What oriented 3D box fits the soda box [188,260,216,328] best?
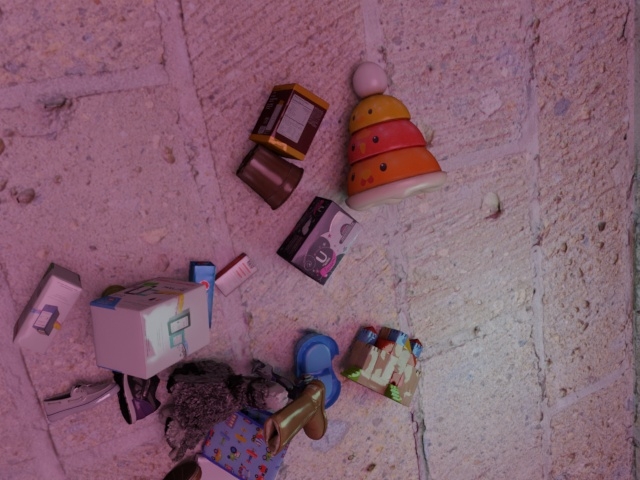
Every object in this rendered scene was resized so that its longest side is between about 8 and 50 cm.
[{"bbox_3d":[-0.386,0.175,1.763,0.071,0.067,0.210,2,101,-26],"label":"soda box"}]

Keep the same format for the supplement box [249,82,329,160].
[{"bbox_3d":[-0.101,-0.369,1.709,0.129,0.191,0.194,26,90,-28],"label":"supplement box"}]

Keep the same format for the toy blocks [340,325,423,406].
[{"bbox_3d":[0.260,0.453,2.087,0.381,0.190,0.261,32,76,-30],"label":"toy blocks"}]

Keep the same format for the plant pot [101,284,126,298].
[{"bbox_3d":[-0.613,0.184,1.651,0.083,0.079,0.083,-6,104,-25],"label":"plant pot"}]

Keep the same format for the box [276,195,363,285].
[{"bbox_3d":[0.000,0.000,1.866,0.163,0.142,0.247,38,84,-27],"label":"box"}]

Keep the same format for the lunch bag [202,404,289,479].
[{"bbox_3d":[-0.261,0.682,1.863,0.293,0.138,0.221,24,102,4],"label":"lunch bag"}]

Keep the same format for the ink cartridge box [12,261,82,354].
[{"bbox_3d":[-0.765,0.187,1.537,0.093,0.154,0.212,33,85,-29],"label":"ink cartridge box"}]

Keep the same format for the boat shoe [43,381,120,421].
[{"bbox_3d":[-0.723,0.469,1.646,0.226,0.083,0.076,-23,101,-7],"label":"boat shoe"}]

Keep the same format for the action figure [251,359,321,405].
[{"bbox_3d":[-0.114,0.522,1.899,0.285,0.099,0.185,20,101,-2],"label":"action figure"}]

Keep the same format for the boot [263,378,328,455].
[{"bbox_3d":[-0.080,0.595,1.746,0.269,0.089,0.236,-29,120,-57],"label":"boot"}]

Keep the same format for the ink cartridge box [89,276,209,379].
[{"bbox_3d":[-0.486,0.243,1.593,0.270,0.198,0.197,-23,115,-60],"label":"ink cartridge box"}]

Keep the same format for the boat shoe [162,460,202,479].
[{"bbox_3d":[-0.502,0.873,1.846,0.307,0.111,0.104,-42,115,1],"label":"boat shoe"}]

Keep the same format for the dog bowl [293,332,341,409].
[{"bbox_3d":[-0.017,0.474,2.001,0.166,0.074,0.297,-10,106,-23],"label":"dog bowl"}]

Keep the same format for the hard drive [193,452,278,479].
[{"bbox_3d":[-0.317,0.874,1.965,0.318,0.040,0.210,15,94,-27],"label":"hard drive"}]

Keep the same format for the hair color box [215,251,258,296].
[{"bbox_3d":[-0.283,0.112,1.812,0.141,0.043,0.072,-39,115,-12],"label":"hair color box"}]

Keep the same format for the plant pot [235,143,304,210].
[{"bbox_3d":[-0.166,-0.211,1.739,0.165,0.167,0.167,37,85,-20],"label":"plant pot"}]

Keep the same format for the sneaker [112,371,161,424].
[{"bbox_3d":[-0.576,0.424,1.726,0.124,0.107,0.283,-17,112,-38],"label":"sneaker"}]

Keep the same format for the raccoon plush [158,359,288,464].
[{"bbox_3d":[-0.325,0.569,1.706,0.216,0.446,0.299,-9,105,-53],"label":"raccoon plush"}]

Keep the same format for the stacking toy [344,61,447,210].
[{"bbox_3d":[0.200,-0.361,1.843,0.350,0.350,0.480,-15,88,-22],"label":"stacking toy"}]
